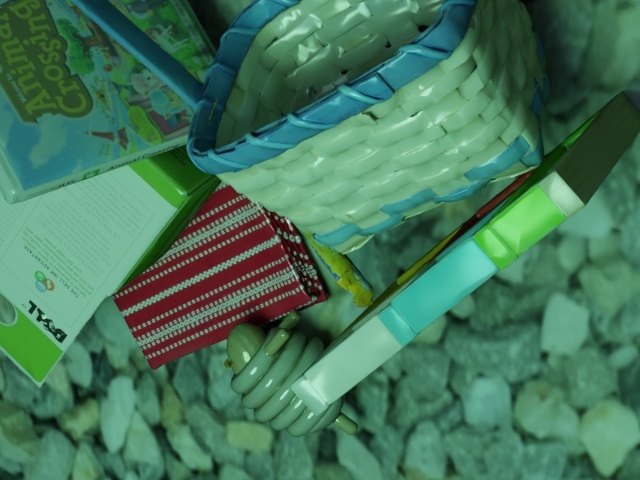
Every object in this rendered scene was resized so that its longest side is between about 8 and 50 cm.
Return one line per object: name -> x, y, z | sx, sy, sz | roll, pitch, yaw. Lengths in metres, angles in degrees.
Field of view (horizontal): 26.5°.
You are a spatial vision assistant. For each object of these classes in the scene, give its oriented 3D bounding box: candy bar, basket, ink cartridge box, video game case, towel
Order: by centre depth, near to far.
basket -> -0.001, -0.144, 0.897 | 0.254, 0.201, 0.289 | -22, 131, 29
video game case -> -0.180, -0.147, 0.979 | 0.212, 0.193, 0.023 | 60, 150, 13
candy bar -> 0.000, 0.000, 1.013 | 0.018, 0.161, 0.040 | -41, 126, 3
ink cartridge box -> -0.211, -0.036, 1.085 | 0.189, 0.097, 0.255 | 43, 126, 2
towel -> -0.133, -0.038, 1.120 | 0.199, 0.031, 0.275 | -23, 100, 31

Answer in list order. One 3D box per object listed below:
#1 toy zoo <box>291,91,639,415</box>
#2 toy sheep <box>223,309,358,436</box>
toy zoo -> 0.090, 0.020, 0.945 | 0.030, 0.192, 0.293 | 49, 122, 1
toy sheep -> -0.022, 0.113, 1.099 | 0.132, 0.091, 0.091 | 41, 121, -2
